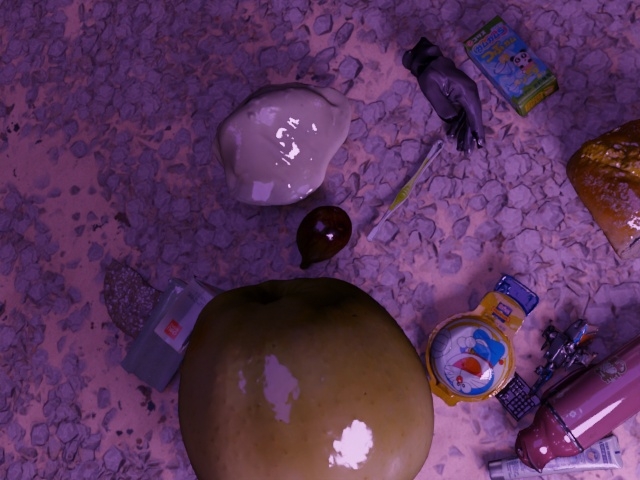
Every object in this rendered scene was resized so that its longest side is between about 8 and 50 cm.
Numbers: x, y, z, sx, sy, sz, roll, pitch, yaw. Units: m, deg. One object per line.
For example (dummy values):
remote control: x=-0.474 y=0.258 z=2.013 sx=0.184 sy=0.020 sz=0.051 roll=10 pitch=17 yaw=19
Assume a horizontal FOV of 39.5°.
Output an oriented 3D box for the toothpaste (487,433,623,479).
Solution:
toothpaste: x=0.427 y=0.404 z=1.628 sx=0.239 sy=0.039 sz=0.062 roll=-13 pitch=70 yaw=14

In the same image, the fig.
fig: x=0.000 y=0.000 z=1.848 sx=0.109 sy=0.103 sz=0.154 roll=15 pitch=119 yaw=-16

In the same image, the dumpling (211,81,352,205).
dumpling: x=-0.080 y=-0.201 z=1.869 sx=0.318 sy=0.187 sz=0.242 roll=-20 pitch=68 yaw=10

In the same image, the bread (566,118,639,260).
bread: x=0.580 y=-0.093 z=1.622 sx=0.195 sy=0.176 sz=0.246 roll=-32 pitch=69 yaw=11

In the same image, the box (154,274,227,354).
box: x=-0.208 y=0.166 z=1.781 sx=0.079 sy=0.269 sz=0.135 roll=36 pitch=92 yaw=24

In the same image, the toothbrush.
toothbrush: x=0.176 y=-0.104 z=1.844 sx=0.022 sy=0.026 sz=0.263 roll=36 pitch=91 yaw=17

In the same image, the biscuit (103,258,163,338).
biscuit: x=-0.400 y=0.150 z=1.980 sx=0.250 sy=0.032 sz=0.133 roll=29 pitch=89 yaw=22

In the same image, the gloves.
gloves: x=0.256 y=-0.299 z=1.813 sx=0.119 sy=0.142 sz=0.285 roll=-40 pitch=66 yaw=36

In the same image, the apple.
apple: x=-0.034 y=0.285 z=1.583 sx=0.474 sy=0.473 sz=0.473 roll=-5 pitch=76 yaw=18

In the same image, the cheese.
cheese: x=0.304 y=0.192 z=1.692 sx=0.177 sy=0.069 sz=0.270 roll=38 pitch=94 yaw=24

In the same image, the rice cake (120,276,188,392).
rice cake: x=-0.322 y=0.201 z=1.910 sx=0.127 sy=0.043 sz=0.237 roll=31 pitch=97 yaw=8

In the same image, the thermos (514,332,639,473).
thermos: x=0.481 y=0.282 z=1.592 sx=0.330 sy=0.109 sz=0.136 roll=-37 pitch=59 yaw=4

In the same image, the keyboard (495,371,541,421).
keyboard: x=0.335 y=0.252 z=1.712 sx=0.063 sy=0.010 sz=0.198 roll=-43 pitch=67 yaw=6

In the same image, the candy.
candy: x=0.386 y=-0.356 z=1.815 sx=0.097 sy=0.062 sz=0.194 roll=-39 pitch=67 yaw=7

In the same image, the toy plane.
toy plane: x=0.436 y=0.216 z=1.653 sx=0.188 sy=0.062 sz=0.135 roll=-46 pitch=36 yaw=2
